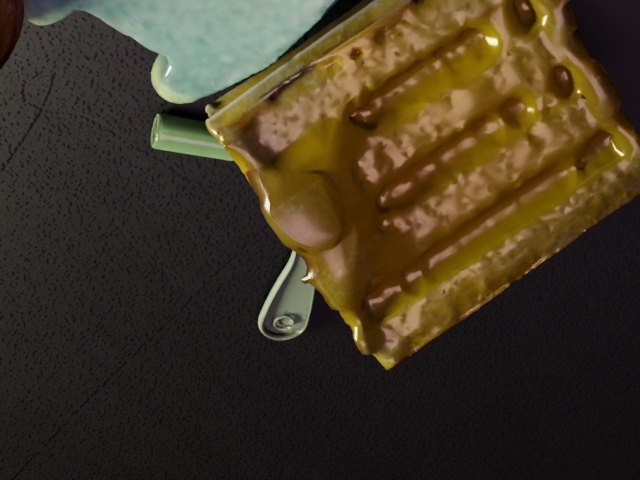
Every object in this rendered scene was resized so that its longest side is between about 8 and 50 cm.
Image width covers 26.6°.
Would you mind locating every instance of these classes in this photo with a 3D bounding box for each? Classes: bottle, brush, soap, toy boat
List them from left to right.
[{"bbox_3d":[-0.100,-0.086,1.145,0.083,0.030,0.030,9,131,-17],"label":"bottle"},{"bbox_3d":[-0.073,-0.243,0.970,0.215,0.123,0.330,29,134,-21],"label":"toy boat"},{"bbox_3d":[0.000,0.000,1.220,0.068,0.060,0.297,5,132,-16],"label":"brush"},{"bbox_3d":[0.084,-0.079,1.060,0.281,0.143,0.259,-33,116,3],"label":"soap"}]

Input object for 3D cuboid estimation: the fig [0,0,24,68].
[{"bbox_3d":[-0.291,-0.199,0.953,0.149,0.202,0.148,-19,159,28],"label":"fig"}]
